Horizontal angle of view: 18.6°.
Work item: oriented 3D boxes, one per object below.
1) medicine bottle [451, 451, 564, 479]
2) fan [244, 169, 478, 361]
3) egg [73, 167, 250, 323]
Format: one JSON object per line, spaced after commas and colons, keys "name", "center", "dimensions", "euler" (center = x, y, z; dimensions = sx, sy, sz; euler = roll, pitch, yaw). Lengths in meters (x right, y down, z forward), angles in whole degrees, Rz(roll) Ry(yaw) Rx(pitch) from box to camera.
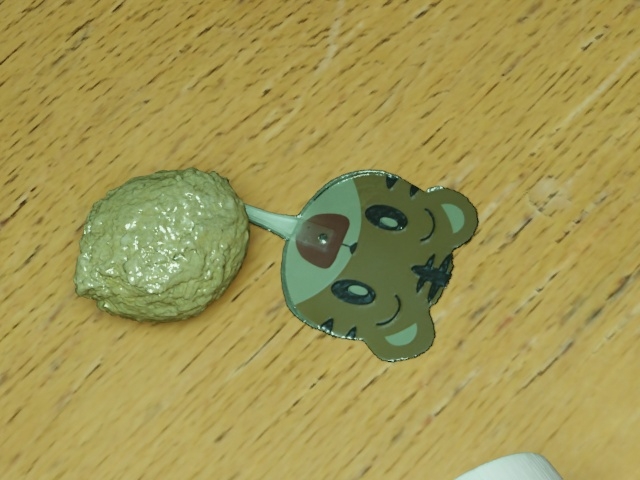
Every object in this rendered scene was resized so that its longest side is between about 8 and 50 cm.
{"name": "medicine bottle", "center": [0.180, 0.331, 1.200], "dimensions": [0.213, 0.213, 0.379], "euler": [-32, 63, -9]}
{"name": "fan", "center": [0.000, 0.000, 1.507], "dimensions": [0.226, 0.008, 0.152], "euler": [19, 68, 16]}
{"name": "egg", "center": [-0.119, 0.004, 1.461], "dimensions": [0.140, 0.118, 0.116], "euler": [-35, 81, 0]}
